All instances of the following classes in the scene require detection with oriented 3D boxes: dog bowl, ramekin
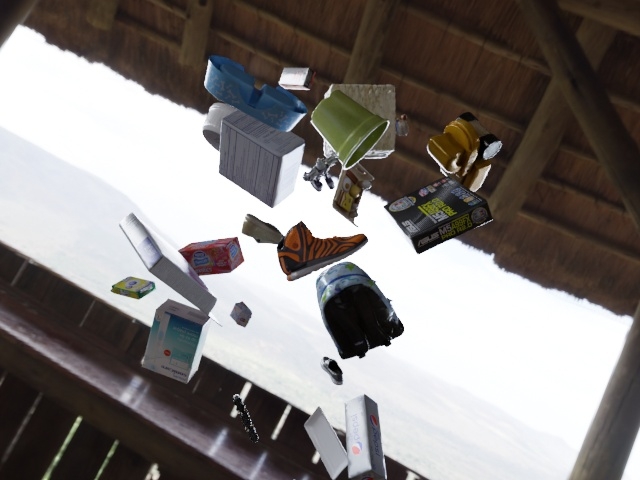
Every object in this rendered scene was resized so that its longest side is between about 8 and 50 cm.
[{"bbox_3d":[-0.181,-0.399,1.410,0.297,0.074,0.166,24,28,-18],"label":"dog bowl"},{"bbox_3d":[-0.396,-0.463,2.244,0.272,0.127,0.273,28,-16,9],"label":"ramekin"}]

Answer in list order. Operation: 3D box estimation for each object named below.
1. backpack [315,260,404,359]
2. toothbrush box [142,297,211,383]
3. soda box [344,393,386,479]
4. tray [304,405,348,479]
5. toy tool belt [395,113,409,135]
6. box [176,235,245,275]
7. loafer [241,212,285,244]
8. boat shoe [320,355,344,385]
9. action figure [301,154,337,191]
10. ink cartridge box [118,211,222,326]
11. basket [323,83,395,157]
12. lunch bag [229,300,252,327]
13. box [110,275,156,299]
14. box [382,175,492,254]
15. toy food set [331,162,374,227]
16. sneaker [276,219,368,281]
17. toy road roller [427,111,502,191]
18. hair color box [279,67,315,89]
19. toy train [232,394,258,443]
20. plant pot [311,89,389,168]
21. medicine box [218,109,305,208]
[{"bbox_3d":[0.121,0.250,1.928,0.355,0.290,0.273,53,14,-50],"label":"backpack"},{"bbox_3d":[-0.616,0.431,2.200,0.216,0.296,0.126,21,18,3],"label":"toothbrush box"},{"bbox_3d":[0.152,0.692,1.788,0.091,0.098,0.286,42,27,-30],"label":"soda box"},{"bbox_3d":[0.032,0.855,2.175,0.030,0.145,0.270,7,36,-42],"label":"tray"},{"bbox_3d":[0.309,-0.448,1.986,0.051,0.052,0.083,10,-48,33],"label":"toy tool belt"},{"bbox_3d":[-0.463,0.069,2.131,0.256,0.123,0.128,-7,16,23],"label":"box"},{"bbox_3d":[-0.236,-0.027,2.139,0.268,0.092,0.102,33,9,-46],"label":"loafer"},{"bbox_3d":[0.060,0.635,2.572,0.080,0.076,0.228,-1,20,-17],"label":"boat shoe"},{"bbox_3d":[-0.001,-0.322,2.454,0.099,0.185,0.285,62,-6,18],"label":"action figure"},{"bbox_3d":[-0.444,0.087,1.578,0.324,0.071,0.330,37,-9,47],"label":"ink cartridge box"},{"bbox_3d":[0.185,-0.567,2.465,0.328,0.332,0.266,0,6,-2],"label":"basket"},{"bbox_3d":[-0.310,0.293,2.016,0.083,0.071,0.053,43,31,23],"label":"lunch bag"},{"bbox_3d":[-0.805,0.198,2.188,0.179,0.043,0.105,6,25,28],"label":"box"},{"bbox_3d":[0.310,-0.078,1.403,0.270,0.216,0.060,-111,177,-67],"label":"box"},{"bbox_3d":[0.185,-0.250,2.753,0.092,0.306,0.219,4,-20,40],"label":"toy food set"},{"bbox_3d":[0.000,0.000,1.734,0.180,0.321,0.124,66,-17,1],"label":"sneaker"},{"bbox_3d":[0.549,-0.341,2.084,0.203,0.240,0.330,57,-23,31],"label":"toy road roller"},{"bbox_3d":[-0.090,-0.616,1.948,0.141,0.072,0.043,19,1,43],"label":"hair color box"},{"bbox_3d":[-0.201,0.478,1.370,0.036,0.027,0.158,30,-39,63],"label":"toy train"},{"bbox_3d":[0.106,-0.485,2.165,0.254,0.276,0.276,44,-7,7],"label":"plant pot"},{"bbox_3d":[-0.232,-0.316,1.943,0.289,0.149,0.264,34,-41,16],"label":"medicine box"}]
